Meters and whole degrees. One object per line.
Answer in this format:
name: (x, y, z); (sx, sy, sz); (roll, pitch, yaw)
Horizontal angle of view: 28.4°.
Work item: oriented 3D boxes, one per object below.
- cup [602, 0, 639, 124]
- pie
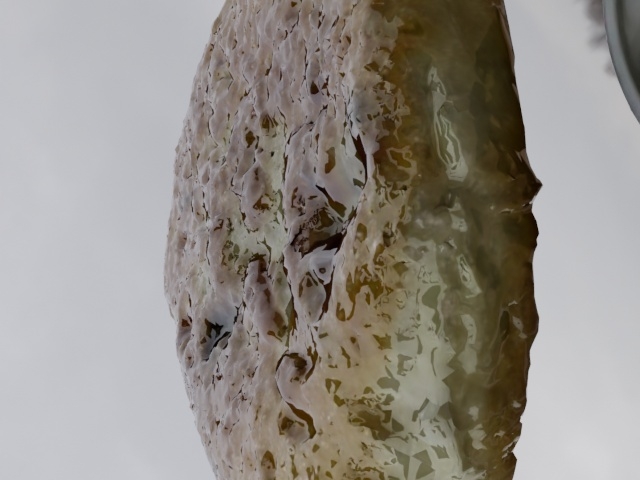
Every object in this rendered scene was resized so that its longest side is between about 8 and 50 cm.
cup: (0.223, -0.109, 0.457); (0.202, 0.167, 0.221); (3, -90, -50)
pie: (0.000, 0.000, 0.542); (0.092, 0.315, 0.315); (1, -139, -20)
